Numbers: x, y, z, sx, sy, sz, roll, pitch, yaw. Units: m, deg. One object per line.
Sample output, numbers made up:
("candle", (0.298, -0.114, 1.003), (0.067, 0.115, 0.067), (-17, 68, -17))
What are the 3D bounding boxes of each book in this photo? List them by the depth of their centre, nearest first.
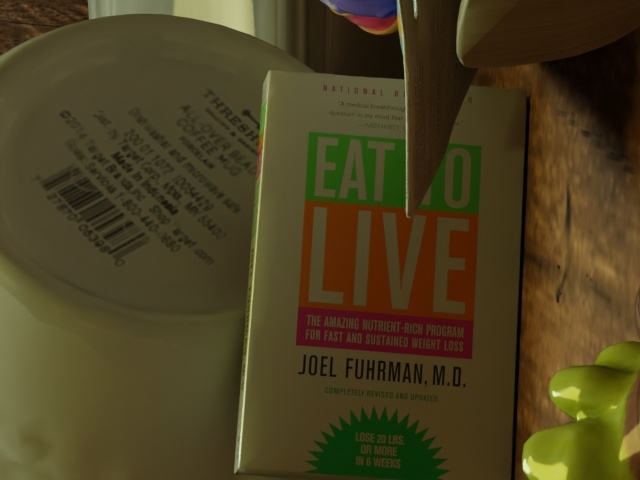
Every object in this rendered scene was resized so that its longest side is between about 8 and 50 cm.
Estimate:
("book", (0.022, 0.015, 0.703), (0.035, 0.096, 0.144), (125, 149, -75))

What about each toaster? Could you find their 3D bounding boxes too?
("toaster", (-0.026, -0.109, 1.006), (0.227, 0.129, 0.146), (-14, 72, 46))

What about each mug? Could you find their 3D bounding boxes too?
("mug", (-0.061, 0.108, 0.843), (0.374, 0.276, 0.328), (55, 150, 29))

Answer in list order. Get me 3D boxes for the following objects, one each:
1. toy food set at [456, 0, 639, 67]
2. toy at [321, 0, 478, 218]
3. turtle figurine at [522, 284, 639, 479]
("toy food set", (0.063, -0.224, 0.466), (0.219, 0.092, 0.306), (102, 171, -58))
("toy", (0.027, -0.111, 0.638), (0.237, 0.056, 0.136), (-54, -35, -65))
("turtle figurine", (0.067, -0.012, 0.265), (0.217, 0.087, 0.269), (89, 173, -52))
